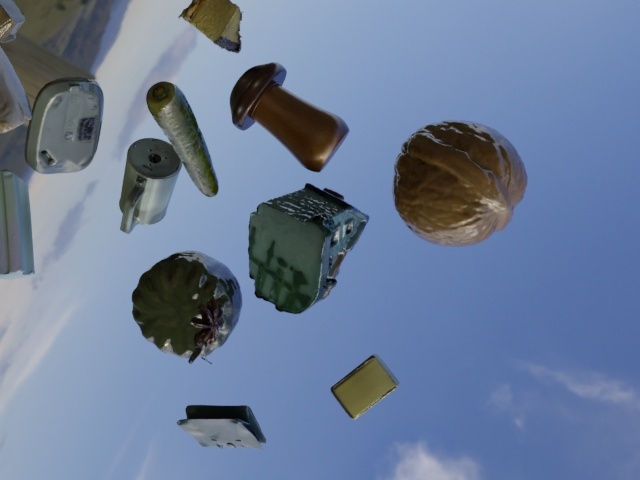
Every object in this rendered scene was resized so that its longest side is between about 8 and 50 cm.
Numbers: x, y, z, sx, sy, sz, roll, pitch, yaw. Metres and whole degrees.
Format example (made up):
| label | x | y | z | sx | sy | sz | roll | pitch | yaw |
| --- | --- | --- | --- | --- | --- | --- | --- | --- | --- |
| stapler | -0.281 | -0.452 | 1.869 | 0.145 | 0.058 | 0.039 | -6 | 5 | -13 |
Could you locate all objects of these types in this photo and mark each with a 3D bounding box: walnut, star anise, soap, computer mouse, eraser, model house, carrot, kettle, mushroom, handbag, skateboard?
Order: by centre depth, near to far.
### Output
| label | x | y | z | sx | sy | sz | roll | pitch | yaw |
| --- | --- | --- | --- | --- | --- | --- | --- | --- | --- |
| carrot | -0.266 | -0.190 | 1.268 | 0.074 | 0.358 | 0.074 | -3 | -118 | 7 |
| mushroom | -0.758 | -0.395 | 1.334 | 0.138 | 0.407 | 0.154 | -28 | 180 | -17 |
| skateboard | -0.279 | 0.274 | 1.428 | 0.063 | 0.032 | 0.083 | -57 | 160 | -31 |
| walnut | 0.322 | -0.133 | 1.454 | 0.333 | 0.333 | 0.332 | -39 | -146 | 33 |
| model house | 0.000 | 0.000 | 1.652 | 0.252 | 0.329 | 0.294 | 22 | -57 | 29 |
| handbag | -0.262 | 0.506 | 1.658 | 0.221 | 0.144 | 0.057 | -11 | -148 | 29 |
| soap | -0.877 | -0.037 | 1.660 | 0.095 | 0.173 | 0.289 | 84 | -3 | -80 |
| computer mouse | -0.702 | -0.311 | 1.692 | 0.095 | 0.197 | 0.330 | 51 | -49 | 25 |
| eraser | 0.128 | 0.422 | 1.787 | 0.172 | 0.117 | 0.058 | -41 | 170 | 11 |
| star anise | -0.342 | 0.252 | 1.883 | 0.057 | 0.168 | 0.167 | 3 | -121 | 19 |
| kettle | -0.672 | -0.202 | 2.412 | 0.318 | 0.205 | 0.264 | -54 | -139 | 48 |

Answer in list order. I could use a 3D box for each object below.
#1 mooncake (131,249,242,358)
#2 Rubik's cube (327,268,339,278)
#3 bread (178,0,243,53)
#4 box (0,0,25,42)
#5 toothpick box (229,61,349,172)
| label | x | y | z | sx | sy | sz | roll | pitch | yaw |
| --- | --- | --- | --- | --- | --- | --- | --- | --- | --- |
| mooncake | -0.448 | 0.217 | 2.079 | 0.356 | 0.356 | 0.194 | -49 | -178 | 18 |
| Rubik's cube | -0.076 | 0.046 | 2.105 | 0.264 | 0.319 | 0.318 | 116 | -14 | -52 |
| bread | -0.272 | -0.583 | 1.648 | 0.127 | 0.147 | 0.152 | -49 | 164 | 5 |
| box | -0.879 | -0.620 | 1.649 | 0.111 | 0.177 | 0.111 | -26 | -157 | 12 |
| toothpick box | -0.083 | -0.307 | 1.531 | 0.192 | 0.294 | 0.192 | -54 | 180 | -1 |
